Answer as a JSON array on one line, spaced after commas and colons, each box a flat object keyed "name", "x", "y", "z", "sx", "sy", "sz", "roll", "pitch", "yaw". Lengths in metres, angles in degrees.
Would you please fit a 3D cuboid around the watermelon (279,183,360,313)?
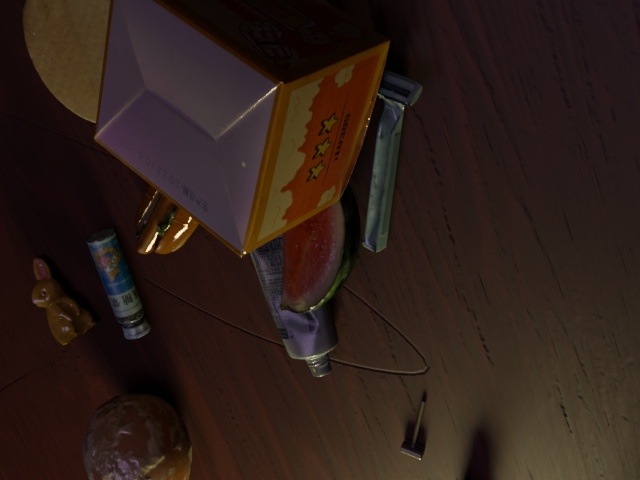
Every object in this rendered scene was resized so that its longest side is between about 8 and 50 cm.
[{"name": "watermelon", "x": -0.004, "y": 0.001, "z": 1.419, "sx": 0.119, "sy": 0.063, "sz": 0.245, "roll": 19, "pitch": 111, "yaw": 23}]

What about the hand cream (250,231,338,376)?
[{"name": "hand cream", "x": -0.046, "y": 0.046, "z": 1.506, "sx": 0.124, "sy": 0.077, "sz": 0.341, "roll": -8, "pitch": 105, "yaw": 35}]

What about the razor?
[{"name": "razor", "x": 0.083, "y": -0.105, "z": 1.343, "sx": 0.111, "sy": 0.056, "sz": 0.278, "roll": 27, "pitch": 136, "yaw": 30}]

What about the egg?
[{"name": "egg", "x": -0.321, "y": 0.383, "z": 1.777, "sx": 0.194, "sy": 0.195, "sz": 0.233, "roll": -17, "pitch": 96, "yaw": 36}]

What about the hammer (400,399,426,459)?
[{"name": "hammer", "x": 0.151, "y": 0.290, "z": 1.559, "sx": 0.035, "sy": 0.019, "sz": 0.110, "roll": 20, "pitch": 120, "yaw": 19}]

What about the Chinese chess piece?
[{"name": "Chinese chess piece", "x": -0.301, "y": -0.287, "z": 1.424, "sx": 0.250, "sy": 0.097, "sz": 0.251, "roll": 15, "pitch": 124, "yaw": 23}]

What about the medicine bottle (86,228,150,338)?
[{"name": "medicine bottle", "x": -0.338, "y": 0.074, "z": 1.691, "sx": 0.051, "sy": 0.051, "sz": 0.191, "roll": -1, "pitch": 118, "yaw": 31}]

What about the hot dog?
[{"name": "hot dog", "x": -0.217, "y": -0.068, "z": 1.521, "sx": 0.100, "sy": 0.068, "sz": 0.249, "roll": 42, "pitch": 130, "yaw": 10}]

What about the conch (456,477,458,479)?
[{"name": "conch", "x": 0.236, "y": 0.436, "z": 1.573, "sx": 0.065, "sy": 0.088, "sz": 0.180, "roll": -131, "pitch": 20, "yaw": -59}]

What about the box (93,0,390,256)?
[{"name": "box", "x": -0.103, "y": -0.185, "z": 1.259, "sx": 0.283, "sy": 0.214, "sz": 0.260, "roll": 36, "pitch": 131, "yaw": 22}]

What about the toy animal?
[{"name": "toy animal", "x": -0.473, "y": 0.106, "z": 1.781, "sx": 0.083, "sy": 0.070, "sz": 0.159, "roll": -27, "pitch": 97, "yaw": 40}]
